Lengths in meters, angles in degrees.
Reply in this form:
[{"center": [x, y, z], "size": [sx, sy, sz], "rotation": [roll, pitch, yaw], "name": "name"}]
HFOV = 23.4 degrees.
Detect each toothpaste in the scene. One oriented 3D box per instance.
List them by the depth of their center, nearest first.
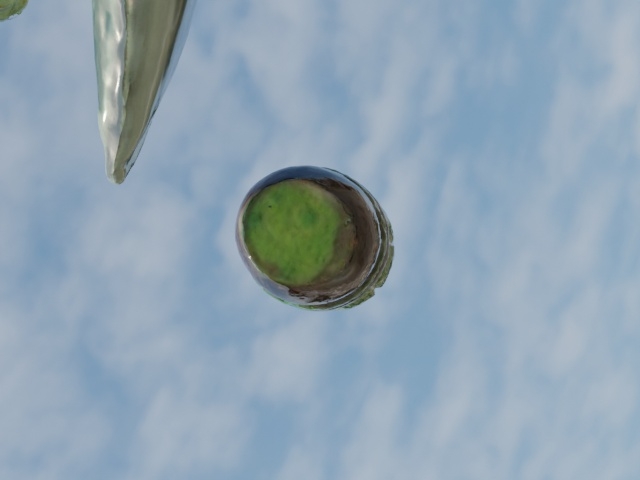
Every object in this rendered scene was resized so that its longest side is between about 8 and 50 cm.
[{"center": [-0.036, -0.190, 0.416], "size": [0.099, 0.061, 0.392], "rotation": [-78, 0, -49], "name": "toothpaste"}]

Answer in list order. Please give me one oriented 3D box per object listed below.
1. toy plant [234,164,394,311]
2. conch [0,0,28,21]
[{"center": [0.000, 0.000, 0.984], "size": [0.162, 0.092, 0.093], "rotation": [18, -88, -80], "name": "toy plant"}, {"center": [-0.282, -0.174, 1.074], "size": [0.170, 0.105, 0.079], "rotation": [-19, -94, -35], "name": "conch"}]
